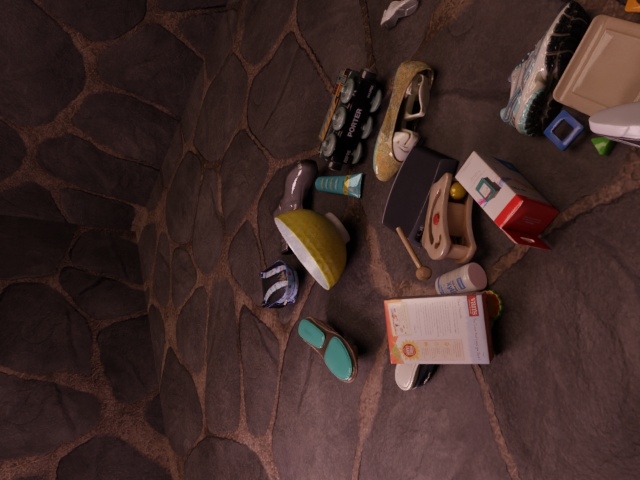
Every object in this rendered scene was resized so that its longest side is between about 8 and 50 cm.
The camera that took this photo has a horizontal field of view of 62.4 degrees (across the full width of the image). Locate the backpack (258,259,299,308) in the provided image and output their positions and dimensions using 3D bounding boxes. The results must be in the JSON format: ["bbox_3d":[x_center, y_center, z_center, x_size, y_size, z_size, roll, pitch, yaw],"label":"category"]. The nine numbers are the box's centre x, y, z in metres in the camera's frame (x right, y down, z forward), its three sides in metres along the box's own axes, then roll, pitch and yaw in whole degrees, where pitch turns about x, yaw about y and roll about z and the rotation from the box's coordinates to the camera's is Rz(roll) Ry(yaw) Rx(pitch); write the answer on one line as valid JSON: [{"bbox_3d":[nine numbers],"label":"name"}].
[{"bbox_3d":[-0.137,0.156,1.920,0.173,0.117,0.158,-38,53,47],"label":"backpack"}]

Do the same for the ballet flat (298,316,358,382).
[{"bbox_3d":[0.050,0.325,1.620,0.316,0.106,0.107,40,109,51],"label":"ballet flat"}]

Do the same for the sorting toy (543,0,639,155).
[{"bbox_3d":[0.583,-0.326,1.028,0.196,0.047,0.347,46,123,42],"label":"sorting toy"}]

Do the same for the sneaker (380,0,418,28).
[{"bbox_3d":[0.237,-0.708,1.611,0.152,0.054,0.061,-14,69,55],"label":"sneaker"}]

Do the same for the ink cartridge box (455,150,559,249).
[{"bbox_3d":[0.414,-0.087,1.145,0.078,0.134,0.231,-58,41,30],"label":"ink cartridge box"}]

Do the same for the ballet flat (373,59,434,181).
[{"bbox_3d":[0.238,-0.332,1.483,0.123,0.123,0.348,23,101,55],"label":"ballet flat"}]

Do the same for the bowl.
[{"bbox_3d":[0.000,0.000,1.689,0.156,0.289,0.289,-36,38,-10],"label":"bowl"}]

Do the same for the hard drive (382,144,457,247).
[{"bbox_3d":[0.261,-0.126,1.450,0.172,0.054,0.254,42,118,51],"label":"hard drive"}]

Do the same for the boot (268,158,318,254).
[{"bbox_3d":[-0.071,-0.112,1.906,0.338,0.118,0.222,-59,42,47],"label":"boot"}]

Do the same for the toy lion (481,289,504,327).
[{"bbox_3d":[0.382,0.167,1.236,0.096,0.034,0.100,-9,76,47],"label":"toy lion"}]

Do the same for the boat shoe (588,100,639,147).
[{"bbox_3d":[0.613,-0.173,0.902,0.301,0.108,0.102,18,137,49],"label":"boat shoe"}]

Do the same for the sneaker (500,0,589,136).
[{"bbox_3d":[0.471,-0.376,1.150,0.122,0.110,0.282,43,118,55],"label":"sneaker"}]

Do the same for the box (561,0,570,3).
[{"bbox_3d":[0.539,-0.664,1.150,0.232,0.059,0.183,-60,41,30],"label":"box"}]

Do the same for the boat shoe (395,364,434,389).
[{"bbox_3d":[0.267,0.265,1.337,0.095,0.079,0.254,30,110,52],"label":"boat shoe"}]

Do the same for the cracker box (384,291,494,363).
[{"bbox_3d":[0.275,0.205,1.234,0.233,0.067,0.155,-6,89,28],"label":"cracker box"}]

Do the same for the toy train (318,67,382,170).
[{"bbox_3d":[0.085,-0.395,1.708,0.190,0.142,0.333,-122,48,-60],"label":"toy train"}]

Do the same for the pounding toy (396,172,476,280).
[{"bbox_3d":[0.280,-0.030,1.277,0.154,0.155,0.269,-163,82,-80],"label":"pounding toy"}]

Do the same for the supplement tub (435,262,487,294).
[{"bbox_3d":[0.337,0.102,1.275,0.107,0.071,0.070,-34,56,49],"label":"supplement tub"}]

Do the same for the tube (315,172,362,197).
[{"bbox_3d":[0.066,-0.186,1.763,0.207,0.052,0.080,9,98,50],"label":"tube"}]
